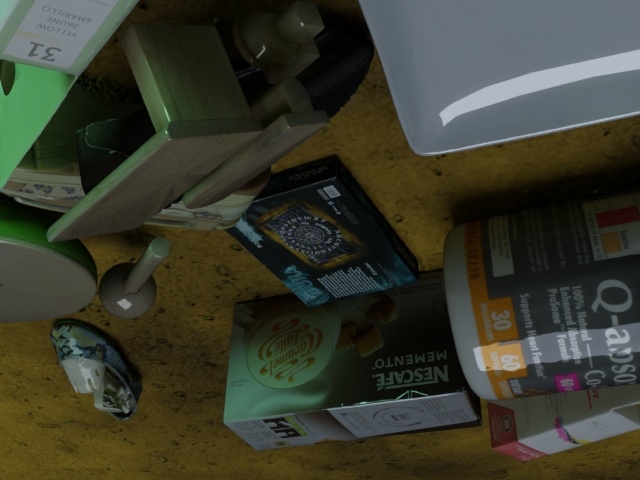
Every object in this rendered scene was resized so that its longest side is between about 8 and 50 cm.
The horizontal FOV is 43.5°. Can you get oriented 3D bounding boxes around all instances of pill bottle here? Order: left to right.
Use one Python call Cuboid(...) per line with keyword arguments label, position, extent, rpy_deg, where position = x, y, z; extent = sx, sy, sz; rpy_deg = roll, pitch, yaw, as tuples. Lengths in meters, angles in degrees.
Cuboid(label="pill bottle", position=(0.255, 0.039, 0.679), extent=(0.278, 0.162, 0.162), rpy_deg=(-12, 144, 18))

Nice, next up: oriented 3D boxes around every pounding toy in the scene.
Cuboid(label="pounding toy", position=(-0.252, -0.010, 0.680), extent=(0.236, 0.110, 0.183), rpy_deg=(4, 154, -16))

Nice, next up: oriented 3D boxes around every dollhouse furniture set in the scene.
Cuboid(label="dollhouse furniture set", position=(-0.084, -0.100, 0.447), extent=(0.144, 0.151, 0.123), rpy_deg=(-13, 167, -47))

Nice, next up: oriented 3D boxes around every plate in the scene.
Cuboid(label="plate", position=(0.157, -0.173, 0.470), extent=(0.278, 0.045, 0.277), rpy_deg=(-10, 144, 16))

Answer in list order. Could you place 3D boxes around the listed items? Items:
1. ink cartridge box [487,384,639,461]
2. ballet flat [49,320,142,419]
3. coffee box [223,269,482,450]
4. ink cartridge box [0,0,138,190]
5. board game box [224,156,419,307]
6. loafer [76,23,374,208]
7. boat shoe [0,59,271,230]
Cuboid(label="ink cartridge box", position=(0.286, 0.166, 0.908), extent=(0.067, 0.115, 0.198), rpy_deg=(28, 138, -33))
Cuboid(label="ballet flat", position=(-0.267, 0.165, 0.969), extent=(0.070, 0.070, 0.188), rpy_deg=(-9, 145, 14))
Cuboid(label="coffee box", position=(0.034, 0.128, 0.837), extent=(0.246, 0.141, 0.098), rpy_deg=(-10, 144, 17))
Cuboid(label="ink cartridge box", position=(-0.149, -0.153, 0.393), extent=(0.056, 0.171, 0.235), rpy_deg=(5, 151, -43))
Cuboid(label="board game box", position=(0.000, 0.000, 0.749), extent=(0.126, 0.026, 0.186), rpy_deg=(-15, 143, 23))
Cuboid(label="loafer", position=(-0.066, -0.092, 0.529), extent=(0.220, 0.078, 0.080), rpy_deg=(-29, 172, -11))
Cuboid(label="boat shoe", position=(-0.183, -0.058, 0.597), extent=(0.285, 0.105, 0.089), rpy_deg=(13, 142, -18))
